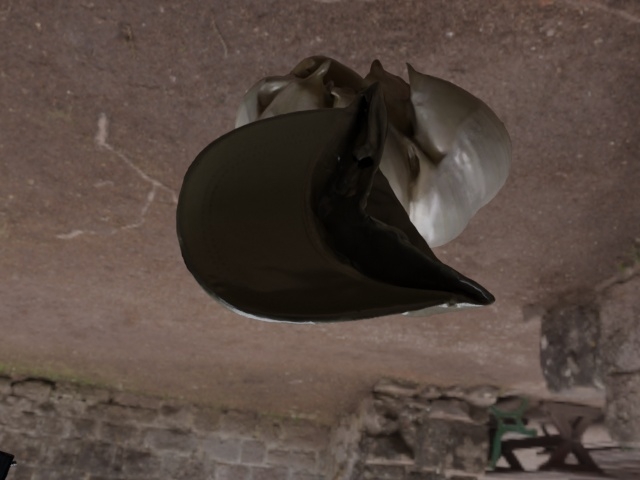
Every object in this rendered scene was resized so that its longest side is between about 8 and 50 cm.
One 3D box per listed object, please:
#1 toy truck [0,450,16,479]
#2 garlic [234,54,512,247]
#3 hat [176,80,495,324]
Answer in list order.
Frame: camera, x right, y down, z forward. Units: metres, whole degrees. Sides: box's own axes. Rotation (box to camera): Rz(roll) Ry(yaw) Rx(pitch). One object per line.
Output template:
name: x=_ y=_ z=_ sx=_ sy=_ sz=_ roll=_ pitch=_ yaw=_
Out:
toy truck: x=-0.312 y=0.266 z=0.544 sx=0.074 sy=0.202 sz=0.088 roll=34 pitch=140 yaw=-32
garlic: x=0.029 y=-0.085 z=0.678 sx=0.281 sy=0.185 sz=0.203 roll=25 pitch=152 yaw=29
hat: x=0.000 y=0.000 z=0.442 sx=0.173 sy=0.166 sz=0.144 roll=-19 pitch=159 yaw=-11
